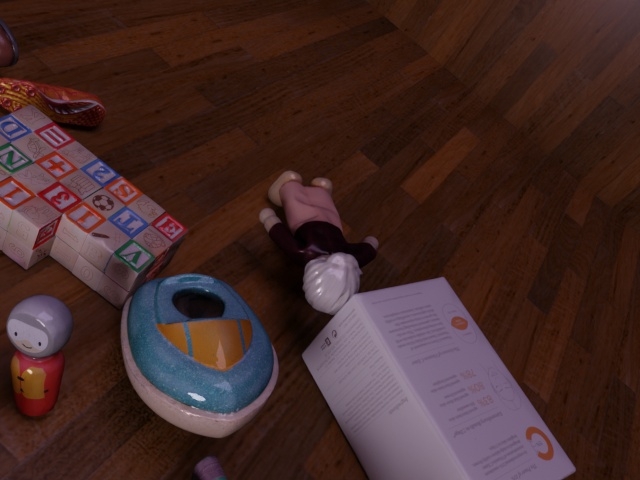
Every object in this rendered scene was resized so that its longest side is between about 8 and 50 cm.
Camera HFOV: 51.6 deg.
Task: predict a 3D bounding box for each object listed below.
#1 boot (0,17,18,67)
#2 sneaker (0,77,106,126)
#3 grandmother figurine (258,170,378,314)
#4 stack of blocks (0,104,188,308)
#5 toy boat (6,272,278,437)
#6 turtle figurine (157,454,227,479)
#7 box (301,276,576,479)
[{"bbox_3d":[-0.629,-0.294,0.961,0.264,0.096,0.280,35,39,-4],"label":"boot"},{"bbox_3d":[-0.443,-0.226,1.081,0.175,0.064,0.067,10,25,-38],"label":"sneaker"},{"bbox_3d":[0.000,0.000,1.094,0.208,0.104,0.342,4,30,-10],"label":"grandmother figurine"},{"bbox_3d":[-0.358,-0.041,0.923,0.297,0.087,0.171,38,38,0],"label":"stack of blocks"},{"bbox_3d":[-0.204,0.124,0.798,0.318,0.148,0.267,-2,32,-31],"label":"toy boat"},{"bbox_3d":[-0.091,0.348,0.715,0.234,0.118,0.175,43,16,30],"label":"turtle figurine"},{"bbox_3d":[0.165,0.249,0.980,0.215,0.168,0.345,-6,55,-42],"label":"box"}]
